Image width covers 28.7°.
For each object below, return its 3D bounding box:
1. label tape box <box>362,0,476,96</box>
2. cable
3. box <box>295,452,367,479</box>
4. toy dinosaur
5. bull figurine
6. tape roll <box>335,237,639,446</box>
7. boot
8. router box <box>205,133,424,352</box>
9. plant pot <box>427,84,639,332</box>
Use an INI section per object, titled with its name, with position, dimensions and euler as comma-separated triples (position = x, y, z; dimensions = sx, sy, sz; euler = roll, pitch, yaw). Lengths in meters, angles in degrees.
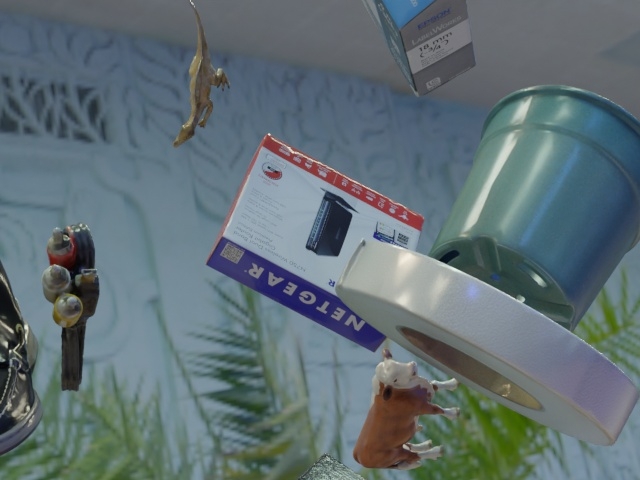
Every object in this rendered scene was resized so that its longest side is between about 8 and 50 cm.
[label tape box]
position = 0.100, -0.370, 1.657
dimensions = 0.106, 0.241, 0.334
euler = -28, -20, 2
[cable]
position = -0.322, 0.083, 1.553
dimensions = 0.072, 0.139, 0.287
euler = -2, -30, -20
[box]
position = 0.022, 0.447, 2.024
dimensions = 0.158, 0.156, 0.093
euler = -28, -34, -61
[toy dinosaur]
position = -0.143, -0.202, 1.524
dimensions = 0.053, 0.183, 0.092
euler = 6, 5, 5
[bull figurine]
position = 0.165, 0.332, 2.427
dimensions = 0.188, 0.101, 0.310
euler = 9, -50, -13
[tape roll]
position = 0.198, 0.127, 1.531
dimensions = 0.392, 0.072, 0.392
euler = 29, -8, 5
[boot]
position = -0.425, 0.074, 1.441
dimensions = 0.138, 0.284, 0.377
euler = -17, 20, -1
[router box]
position = 0.000, 0.000, 2.203
dimensions = 0.335, 0.301, 0.082
euler = 28, -49, -8
[plant pot]
position = 0.350, -0.018, 2.030
dimensions = 0.334, 0.341, 0.341
euler = -53, 11, -35
